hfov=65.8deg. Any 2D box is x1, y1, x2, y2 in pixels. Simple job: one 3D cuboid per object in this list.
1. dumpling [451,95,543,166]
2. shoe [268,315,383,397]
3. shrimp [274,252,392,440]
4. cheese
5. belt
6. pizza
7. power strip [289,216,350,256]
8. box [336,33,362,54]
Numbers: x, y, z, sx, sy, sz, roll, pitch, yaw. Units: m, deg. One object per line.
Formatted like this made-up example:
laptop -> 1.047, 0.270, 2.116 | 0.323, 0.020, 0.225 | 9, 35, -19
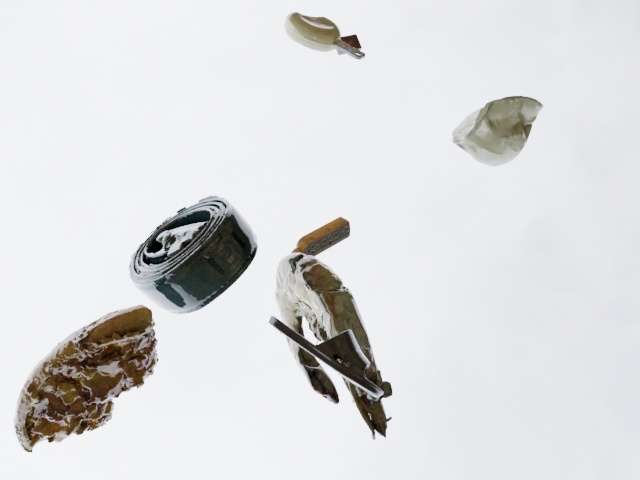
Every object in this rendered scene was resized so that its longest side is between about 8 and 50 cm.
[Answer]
dumpling -> 0.307, -0.191, 0.830 | 0.169, 0.134, 0.099 | 23, -139, -31
shoe -> 0.014, 0.121, 0.582 | 0.159, 0.062, 0.053 | 30, -106, 10
shrimp -> 0.010, 0.183, 0.861 | 0.085, 0.247, 0.360 | -13, -124, -33
cheese -> 0.008, -0.606, 1.487 | 0.163, 0.070, 0.249 | -19, -126, -36
belt -> -0.225, 0.025, 0.859 | 0.206, 0.268, 0.116 | -52, -59, -26
pizza -> -0.347, 0.216, 0.748 | 0.161, 0.305, 0.085 | 36, -170, -37
power strip -> 0.000, 0.000, 1.093 | 0.178, 0.028, 0.049 | -29, -50, -32
box -> 0.087, -0.630, 1.591 | 0.082, 0.023, 0.051 | -20, -94, -22
